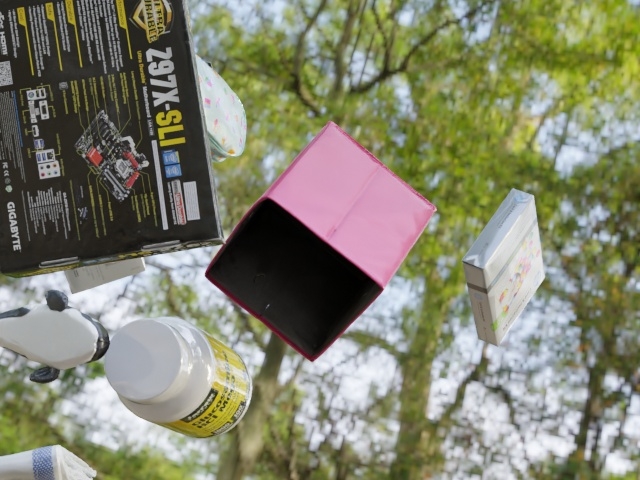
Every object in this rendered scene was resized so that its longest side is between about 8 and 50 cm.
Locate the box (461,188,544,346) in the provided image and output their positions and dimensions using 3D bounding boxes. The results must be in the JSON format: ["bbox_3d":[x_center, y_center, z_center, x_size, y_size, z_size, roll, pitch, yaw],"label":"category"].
[{"bbox_3d":[0.262,0.041,1.794,0.038,0.145,0.186,22,-31,29],"label":"box"}]

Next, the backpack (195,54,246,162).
[{"bbox_3d":[-0.181,-0.172,1.710,0.115,0.152,0.182,0,-26,27],"label":"backpack"}]

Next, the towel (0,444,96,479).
[{"bbox_3d":[-0.334,0.227,1.064,0.285,0.034,0.209,-11,-17,-5],"label":"towel"}]

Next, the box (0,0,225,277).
[{"bbox_3d":[-0.260,-0.133,1.452,0.257,0.322,0.079,-10,-4,-1],"label":"box"}]

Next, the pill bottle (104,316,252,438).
[{"bbox_3d":[-0.255,0.242,2.251,0.188,0.188,0.334,5,-14,16],"label":"pill bottle"}]

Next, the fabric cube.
[{"bbox_3d":[0.000,0.000,2.212,0.259,0.258,0.254,39,-46,-2],"label":"fabric cube"}]

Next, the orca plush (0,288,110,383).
[{"bbox_3d":[-0.455,0.172,2.111,0.287,0.151,0.102,-16,-17,26],"label":"orca plush"}]

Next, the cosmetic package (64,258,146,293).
[{"bbox_3d":[-0.436,-0.014,2.436,0.151,0.183,0.151,-19,-69,-6],"label":"cosmetic package"}]
